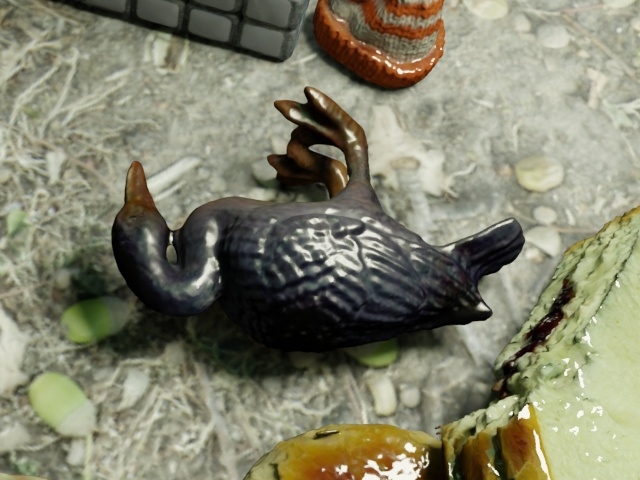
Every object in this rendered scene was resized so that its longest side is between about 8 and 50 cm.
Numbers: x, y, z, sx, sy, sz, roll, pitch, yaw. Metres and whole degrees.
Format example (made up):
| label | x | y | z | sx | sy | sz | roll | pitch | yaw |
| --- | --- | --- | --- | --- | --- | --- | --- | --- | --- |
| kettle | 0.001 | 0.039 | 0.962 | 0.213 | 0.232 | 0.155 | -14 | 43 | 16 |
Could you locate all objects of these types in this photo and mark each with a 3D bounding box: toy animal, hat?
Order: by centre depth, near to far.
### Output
| label | x | y | z | sx | sy | sz | roll | pitch | yaw |
| --- | --- | --- | --- | --- | --- | --- | --- | --- | --- |
| toy animal | 0.000 | 0.000 | 1.078 | 0.298 | 0.122 | 0.185 | 18 | 51 | -7 |
| hat | 0.064 | -0.204 | 1.167 | 0.112 | 0.162 | 0.093 | 32 | 60 | 4 |

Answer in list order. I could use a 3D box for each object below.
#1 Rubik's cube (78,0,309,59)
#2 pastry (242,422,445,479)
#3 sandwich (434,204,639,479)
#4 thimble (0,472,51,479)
| label | x | y | z | sx | sy | sz | roll | pitch | yaw |
| --- | --- | --- | --- | --- | --- | --- | --- | --- | --- |
| Rubik's cube | -0.092 | -0.321 | 1.163 | 0.238 | 0.237 | 0.237 | 15 | 63 | -2 |
| pastry | 0.031 | 0.211 | 0.989 | 0.192 | 0.093 | 0.182 | 12 | 60 | -2 |
| sandwich | 0.189 | 0.100 | 1.019 | 0.254 | 0.099 | 0.288 | 9 | 58 | -33 |
| thimble | -0.180 | 0.258 | 0.903 | 0.196 | 0.148 | 0.229 | -13 | 68 | -15 |
